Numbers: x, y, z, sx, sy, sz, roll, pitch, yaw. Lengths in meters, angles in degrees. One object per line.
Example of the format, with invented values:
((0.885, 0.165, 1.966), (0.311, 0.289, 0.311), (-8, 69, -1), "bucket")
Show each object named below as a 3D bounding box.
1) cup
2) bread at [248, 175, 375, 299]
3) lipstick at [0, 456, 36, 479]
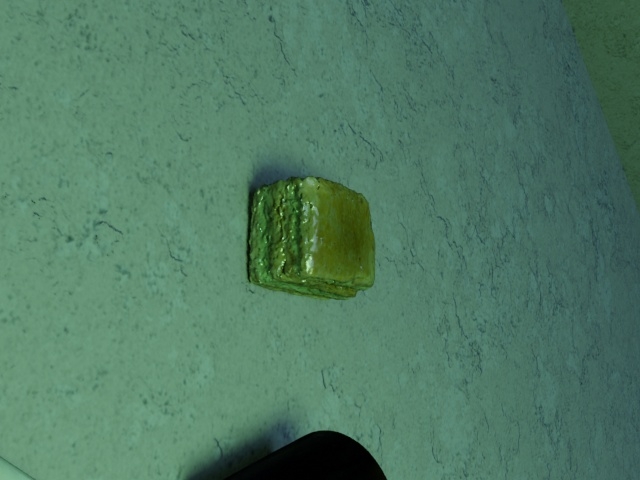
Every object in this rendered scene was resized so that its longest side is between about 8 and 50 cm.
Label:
((-0.027, 0.346, 0.963), (0.177, 0.166, 0.239), (-8, 87, -52), "cup")
((0.000, 0.000, 1.142), (0.196, 0.102, 0.138), (20, 69, -53), "bread")
((-0.253, 0.235, 0.756), (0.264, 0.059, 0.059), (50, 45, -36), "lipstick")
